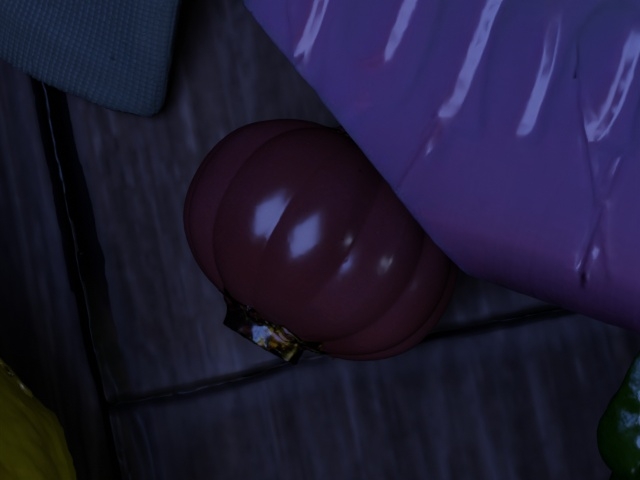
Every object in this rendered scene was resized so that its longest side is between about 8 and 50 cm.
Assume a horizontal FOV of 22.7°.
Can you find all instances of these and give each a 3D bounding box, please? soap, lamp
[{"bbox_3d":[0.108,-0.070,0.515,0.324,0.109,0.193,20,92,38],"label":"soap"},{"bbox_3d":[0.000,0.000,0.601,0.107,0.107,0.092,30,85,18],"label":"lamp"}]

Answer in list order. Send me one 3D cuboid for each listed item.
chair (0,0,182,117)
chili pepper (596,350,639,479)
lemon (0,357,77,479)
[{"bbox_3d":[-0.064,-0.228,0.622,0.160,0.319,0.186,31,54,16],"label":"chair"},{"bbox_3d":[0.179,0.010,0.552,0.100,0.074,0.257,42,101,32],"label":"chili pepper"},{"bbox_3d":[-0.222,0.122,0.603,0.284,0.260,0.260,4,90,17],"label":"lemon"}]
